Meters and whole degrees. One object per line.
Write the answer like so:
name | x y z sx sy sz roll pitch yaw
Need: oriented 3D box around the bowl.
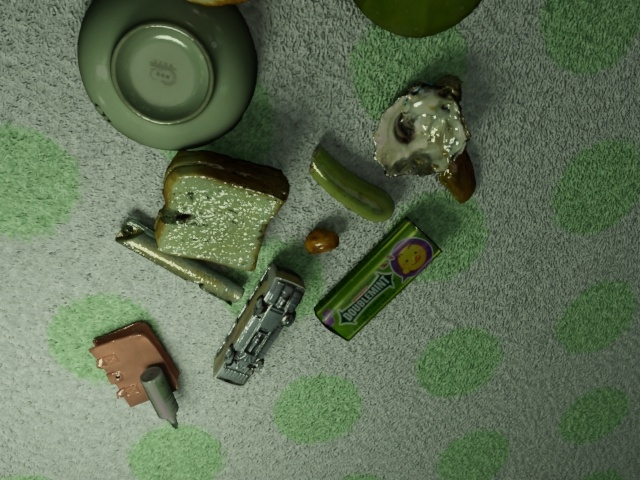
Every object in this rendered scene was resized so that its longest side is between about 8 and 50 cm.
bowl | -0.287 -0.324 0.950 0.354 0.185 0.353 -4 116 -9

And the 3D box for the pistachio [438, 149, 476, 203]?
pistachio | 0.335 -0.157 1.230 0.090 0.049 0.173 -25 117 2

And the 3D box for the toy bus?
toy bus | -0.156 0.215 1.259 0.097 0.138 0.342 25 109 -20

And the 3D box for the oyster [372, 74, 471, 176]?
oyster | 0.224 -0.251 1.148 0.223 0.083 0.214 -8 109 12

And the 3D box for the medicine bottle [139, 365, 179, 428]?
medicine bottle | -0.400 0.413 1.288 0.058 0.057 0.199 -15 118 -4

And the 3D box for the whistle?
whistle | -0.324 0.055 1.195 0.326 0.057 0.068 36 103 -23

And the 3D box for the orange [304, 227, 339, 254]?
orange | 0.000 0.000 1.225 0.086 0.086 0.062 -19 94 -2

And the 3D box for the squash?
squash | 0.072 -0.123 1.181 0.250 0.083 0.083 33 105 -20

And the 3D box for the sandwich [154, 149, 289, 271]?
sandwich | -0.222 -0.063 1.087 0.249 0.095 0.273 13 136 -16

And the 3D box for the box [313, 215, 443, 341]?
box | 0.143 0.105 1.288 0.134 0.097 0.345 40 102 -25

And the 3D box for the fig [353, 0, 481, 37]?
fig | 0.176 -0.518 0.879 0.316 0.316 0.316 -4 116 -9

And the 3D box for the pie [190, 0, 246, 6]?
pie | -0.100 -0.492 0.854 0.315 0.315 0.092 -19 137 -2

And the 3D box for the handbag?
handbag | -0.473 0.322 1.290 0.157 0.059 0.212 -21 118 -1
